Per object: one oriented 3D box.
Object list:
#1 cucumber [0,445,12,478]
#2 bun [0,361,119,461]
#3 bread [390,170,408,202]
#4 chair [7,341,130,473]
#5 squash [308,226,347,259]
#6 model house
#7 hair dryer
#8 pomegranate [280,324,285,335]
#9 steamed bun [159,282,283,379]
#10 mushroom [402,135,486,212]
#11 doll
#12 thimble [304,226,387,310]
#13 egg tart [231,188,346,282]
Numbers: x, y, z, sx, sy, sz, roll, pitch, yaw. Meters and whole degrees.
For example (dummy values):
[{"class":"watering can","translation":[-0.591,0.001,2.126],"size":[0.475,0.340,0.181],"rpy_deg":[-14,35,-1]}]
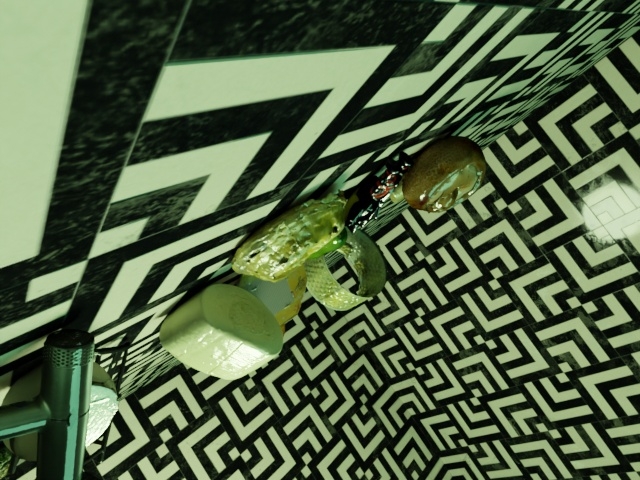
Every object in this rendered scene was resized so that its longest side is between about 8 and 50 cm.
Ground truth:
[{"class":"cucumber","translation":[-0.862,0.585,1.106],"size":[0.096,0.096,0.359],"rpy_deg":[-33,175,-13]},{"class":"bun","translation":[-0.438,0.270,0.754],"size":[0.172,0.119,0.173],"rpy_deg":[-26,131,-34]},{"class":"bread","translation":[0.289,-0.190,1.387],"size":[0.178,0.060,0.139],"rpy_deg":[-35,174,4]},{"class":"chair","translation":[-0.502,0.332,0.926],"size":[0.154,0.141,0.260],"rpy_deg":[88,13,-83]},{"class":"squash","translation":[0.000,-0.002,1.169],"size":[0.082,0.082,0.292],"rpy_deg":[-33,-179,-18]},{"class":"model house","translation":[-0.154,0.121,1.233],"size":[0.219,0.208,0.135],"rpy_deg":[-35,-153,-30]},{"class":"hair dryer","translation":[-0.449,0.292,0.614],"size":[0.283,0.321,0.155],"rpy_deg":[-5,-161,-25]},{"class":"pomegranate","translation":[-0.221,0.252,1.357],"size":[0.248,0.248,0.248],"rpy_deg":[-34,174,-4]},{"class":"steamed bun","translation":[-0.229,0.211,1.061],"size":[0.200,0.250,0.155],"rpy_deg":[-37,-149,27]},{"class":"mushroom","translation":[0.333,-0.174,1.230],"size":[0.253,0.153,0.253],"rpy_deg":[-27,152,-16]},{"class":"doll","translation":[0.124,-0.109,1.086],"size":[0.126,0.088,0.249],"rpy_deg":[-6,149,-32]},{"class":"thimble","translation":[0.083,0.095,1.537],"size":[0.270,0.271,0.150],"rpy_deg":[-28,172,-45]},{"class":"egg tart","translation":[-0.051,0.003,0.925],"size":[0.278,0.095,0.279],"rpy_deg":[-32,173,-4]}]
